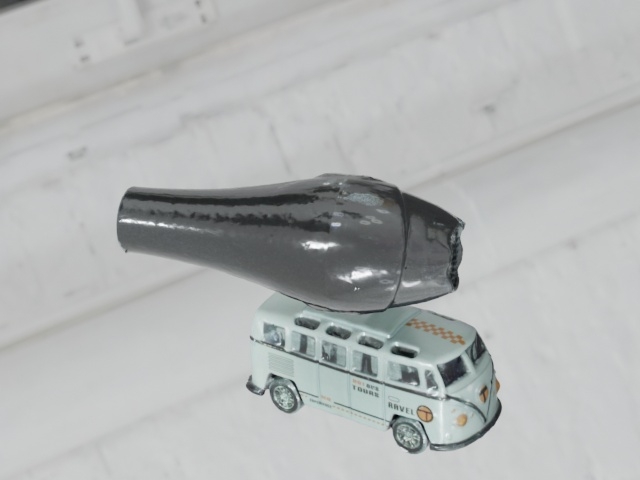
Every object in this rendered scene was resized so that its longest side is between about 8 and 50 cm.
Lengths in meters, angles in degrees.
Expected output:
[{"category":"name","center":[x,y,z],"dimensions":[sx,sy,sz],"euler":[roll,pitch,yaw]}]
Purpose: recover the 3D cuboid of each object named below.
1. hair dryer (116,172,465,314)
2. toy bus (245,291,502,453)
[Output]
[{"category":"hair dryer","center":[0.000,0.000,1.163],"dimensions":[0.272,0.236,0.091],"euler":[5,-89,-75]},{"category":"toy bus","center":[0.039,0.088,1.200],"dimensions":[0.194,0.087,0.089],"euler":[15,124,33]}]
